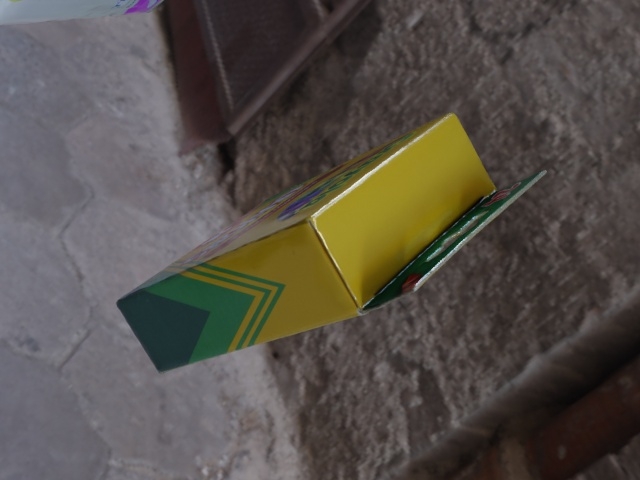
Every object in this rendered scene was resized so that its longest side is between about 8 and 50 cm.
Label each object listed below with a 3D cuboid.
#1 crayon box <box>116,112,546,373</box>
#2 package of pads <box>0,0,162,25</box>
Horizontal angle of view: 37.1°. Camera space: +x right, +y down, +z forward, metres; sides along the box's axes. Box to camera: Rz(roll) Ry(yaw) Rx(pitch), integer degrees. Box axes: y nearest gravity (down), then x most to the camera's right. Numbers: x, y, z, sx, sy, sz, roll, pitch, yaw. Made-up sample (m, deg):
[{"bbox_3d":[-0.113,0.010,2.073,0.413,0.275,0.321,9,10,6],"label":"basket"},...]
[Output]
[{"bbox_3d":[0.000,0.000,0.774,0.202,0.319,0.081,-37,101,-43],"label":"crayon box"},{"bbox_3d":[-0.189,-0.306,0.891,0.101,0.229,0.296,55,26,0],"label":"package of pads"}]
